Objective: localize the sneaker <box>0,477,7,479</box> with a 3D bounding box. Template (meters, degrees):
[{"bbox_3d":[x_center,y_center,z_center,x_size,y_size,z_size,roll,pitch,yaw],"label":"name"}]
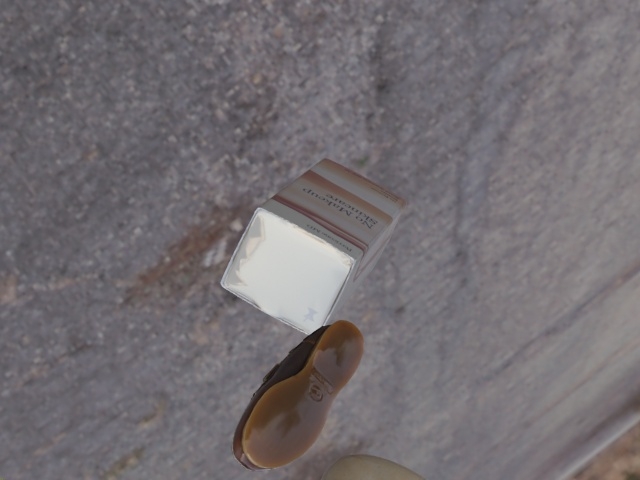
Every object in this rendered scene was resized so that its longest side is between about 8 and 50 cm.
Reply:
[{"bbox_3d":[-0.466,0.322,1.388,0.240,0.126,0.091,58,47,-62],"label":"sneaker"}]

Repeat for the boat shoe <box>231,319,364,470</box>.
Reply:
[{"bbox_3d":[-0.028,0.162,1.115,0.073,0.073,0.207,-29,-169,44],"label":"boat shoe"}]

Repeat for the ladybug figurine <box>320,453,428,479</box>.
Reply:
[{"bbox_3d":[0.152,0.540,1.731,0.162,0.449,0.305,-45,-177,-42],"label":"ladybug figurine"}]

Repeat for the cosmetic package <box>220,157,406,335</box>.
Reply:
[{"bbox_3d":[0.000,0.000,1.516,0.129,0.153,0.296,-64,174,23],"label":"cosmetic package"}]
